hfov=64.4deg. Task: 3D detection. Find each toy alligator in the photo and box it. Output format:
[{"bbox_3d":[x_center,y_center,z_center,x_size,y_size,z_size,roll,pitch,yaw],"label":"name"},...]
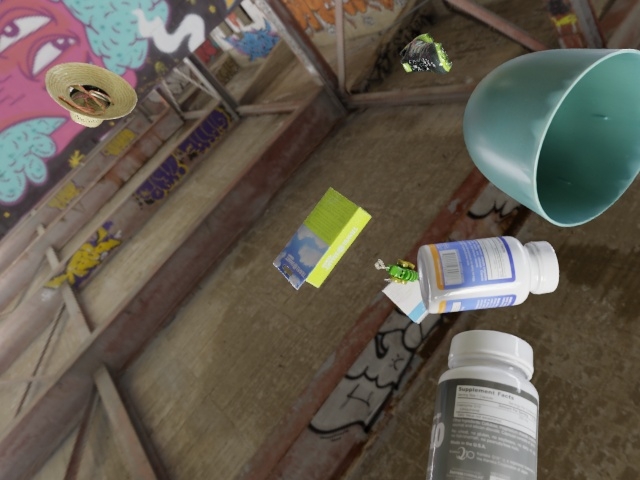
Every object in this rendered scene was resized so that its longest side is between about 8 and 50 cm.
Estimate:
[{"bbox_3d":[0.203,0.081,1.279,0.051,0.189,0.056,28,-83,36],"label":"toy alligator"}]

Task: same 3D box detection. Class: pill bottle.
[{"bbox_3d":[0.358,0.071,1.107,0.272,0.152,0.152,-6,-143,2],"label":"pill bottle"},{"bbox_3d":[0.262,0.302,0.816,0.161,0.161,0.283,-13,-131,40],"label":"pill bottle"}]

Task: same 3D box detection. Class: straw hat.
[{"bbox_3d":[-0.373,-0.218,0.819,0.144,0.144,0.061,-84,-159,-48],"label":"straw hat"}]

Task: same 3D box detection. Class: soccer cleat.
[{"bbox_3d":[0.187,-0.326,0.918,0.072,0.060,0.179,-31,-153,16],"label":"soccer cleat"}]

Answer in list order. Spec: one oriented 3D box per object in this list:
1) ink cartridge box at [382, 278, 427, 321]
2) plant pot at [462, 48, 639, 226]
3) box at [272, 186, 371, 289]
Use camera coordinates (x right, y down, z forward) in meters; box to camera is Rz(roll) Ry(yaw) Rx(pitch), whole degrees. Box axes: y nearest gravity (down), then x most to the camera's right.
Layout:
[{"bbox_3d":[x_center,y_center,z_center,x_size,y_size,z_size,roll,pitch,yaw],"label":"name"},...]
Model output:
[{"bbox_3d":[0.247,0.148,1.414,0.090,0.092,0.143,-47,-110,4],"label":"ink cartridge box"},{"bbox_3d":[0.403,-0.204,0.920,0.293,0.293,0.235,-44,-142,-3],"label":"plant pot"},{"bbox_3d":[0.000,0.000,0.917,0.178,0.042,0.109,-53,-141,3],"label":"box"}]
